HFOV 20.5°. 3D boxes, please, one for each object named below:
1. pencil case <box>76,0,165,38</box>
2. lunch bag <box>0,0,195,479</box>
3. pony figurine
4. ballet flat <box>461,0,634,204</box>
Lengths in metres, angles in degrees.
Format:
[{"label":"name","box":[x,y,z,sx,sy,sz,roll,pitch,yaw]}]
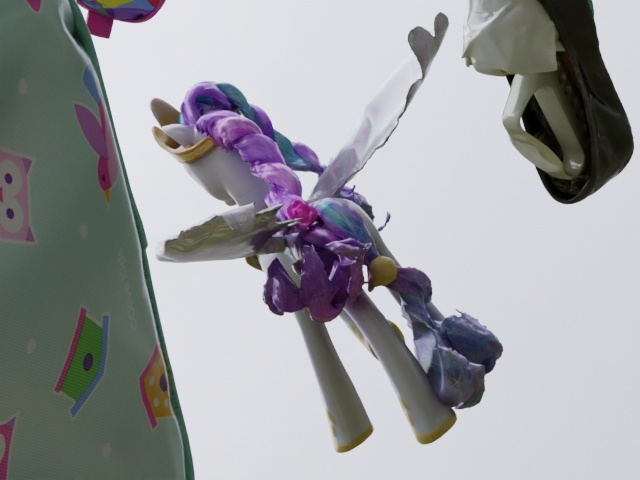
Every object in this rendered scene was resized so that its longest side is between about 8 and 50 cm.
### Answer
[{"label":"pencil case","box":[-0.172,-0.300,1.550,0.104,0.236,0.104,4,-31,2]},{"label":"lunch bag","box":[-0.142,0.054,0.585,0.108,0.224,0.279,-2,-68,23]},{"label":"pony figurine","box":[0.000,0.000,1.495,0.303,0.363,0.351,-37,6,-22]},{"label":"ballet flat","box":[0.164,-0.135,1.321,0.096,0.095,0.280,-51,-51,-26]}]
